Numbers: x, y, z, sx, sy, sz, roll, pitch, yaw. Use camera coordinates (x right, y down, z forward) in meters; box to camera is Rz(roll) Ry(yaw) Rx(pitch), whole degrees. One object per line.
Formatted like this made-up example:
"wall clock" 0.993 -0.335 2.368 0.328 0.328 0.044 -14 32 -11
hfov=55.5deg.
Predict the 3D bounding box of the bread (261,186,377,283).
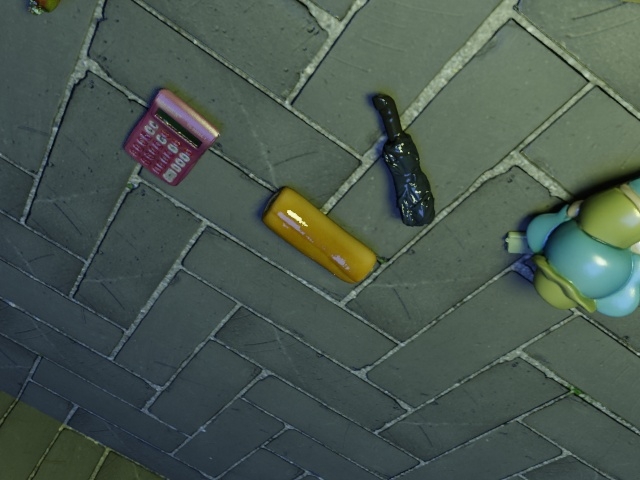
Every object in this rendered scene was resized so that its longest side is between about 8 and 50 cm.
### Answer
"bread" 0.000 0.000 1.140 0.239 0.074 0.092 36 126 -14

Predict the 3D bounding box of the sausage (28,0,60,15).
"sausage" -0.367 -0.467 0.854 0.082 0.082 0.371 33 133 -11

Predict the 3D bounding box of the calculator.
"calculator" -0.271 -0.182 1.098 0.126 0.034 0.190 38 136 -16

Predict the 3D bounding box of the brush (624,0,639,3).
"brush" 0.437 -0.302 0.751 0.247 0.043 0.036 13 126 6

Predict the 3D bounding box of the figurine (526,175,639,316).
"figurine" 0.449 0.012 0.946 0.180 0.154 0.262 43 127 -14

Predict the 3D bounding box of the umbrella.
"umbrella" 0.139 -0.126 0.990 0.070 0.071 0.248 -5 124 22

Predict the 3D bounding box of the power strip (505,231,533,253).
"power strip" 0.368 0.005 1.059 0.090 0.016 0.040 2 130 15
